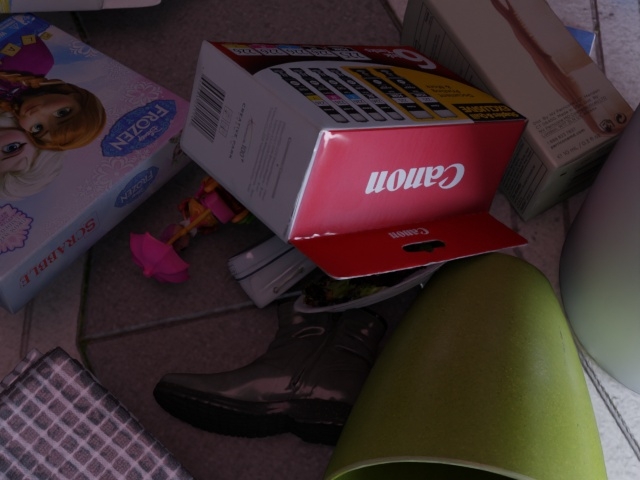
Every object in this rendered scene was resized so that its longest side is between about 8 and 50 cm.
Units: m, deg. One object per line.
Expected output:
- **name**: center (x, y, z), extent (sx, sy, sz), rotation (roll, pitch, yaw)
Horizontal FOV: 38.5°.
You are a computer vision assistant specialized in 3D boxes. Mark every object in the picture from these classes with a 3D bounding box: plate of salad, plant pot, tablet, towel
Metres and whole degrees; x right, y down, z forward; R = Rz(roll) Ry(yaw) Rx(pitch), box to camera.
- **plate of salad**: center (0.059, 0.028, 1.010), extent (0.200, 0.200, 0.048), rotation (-23, 99, -9)
- **plant pot**: center (0.162, 0.164, 0.934), extent (0.275, 0.275, 0.293), rotation (13, 50, 5)
- **tablet**: center (0.330, -0.248, 1.216), extent (0.054, 0.006, 0.083), rotation (17, 68, 7)
- **towel**: center (-0.256, 0.272, 0.912), extent (0.284, 0.121, 0.235), rotation (44, 73, -3)

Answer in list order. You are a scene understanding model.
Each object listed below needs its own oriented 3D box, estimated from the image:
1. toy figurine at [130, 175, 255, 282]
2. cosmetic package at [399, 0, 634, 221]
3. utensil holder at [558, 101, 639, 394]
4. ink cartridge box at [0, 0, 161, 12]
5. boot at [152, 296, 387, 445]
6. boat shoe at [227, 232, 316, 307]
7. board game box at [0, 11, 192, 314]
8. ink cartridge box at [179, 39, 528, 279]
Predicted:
- **toy figurine**: center (-0.151, -0.022, 1.074), extent (0.159, 0.173, 0.130), rotation (-39, 104, 5)
- **cosmetic package**: center (0.233, -0.194, 1.118), extent (0.129, 0.153, 0.296), rotation (-28, 72, -12)
- **utensil holder**: center (0.430, -0.015, 0.918), extent (0.328, 0.385, 0.327), rotation (0, 68, 0)
- **ink cartridge box**: center (-0.383, -0.400, 1.191), extent (0.353, 0.119, 0.207), rotation (-2, 48, -1)
- **boot**: center (-0.053, 0.138, 1.037), extent (0.246, 0.083, 0.161), rotation (7, 56, 3)
- **boat shoe**: center (0.000, 0.000, 1.090), extent (0.226, 0.083, 0.076), rotation (-30, 98, -10)
- **board game box**: center (-0.353, -0.112, 1.071), extent (0.318, 0.066, 0.318), rotation (30, 57, 20)
- **ink cartridge box**: center (0.060, -0.098, 0.970), extent (0.309, 0.130, 0.272), rotation (-10, 39, -41)
